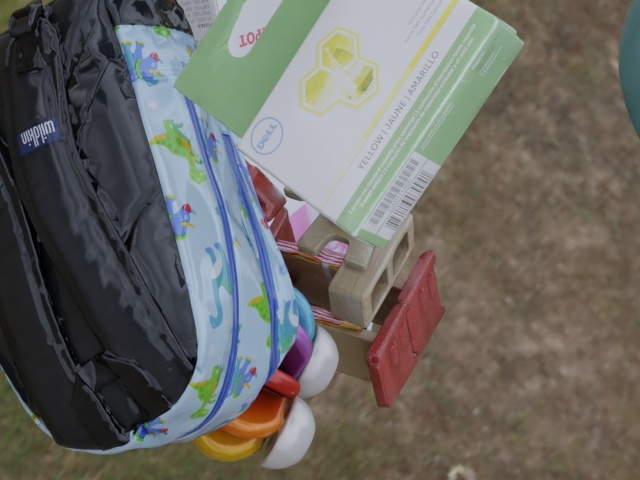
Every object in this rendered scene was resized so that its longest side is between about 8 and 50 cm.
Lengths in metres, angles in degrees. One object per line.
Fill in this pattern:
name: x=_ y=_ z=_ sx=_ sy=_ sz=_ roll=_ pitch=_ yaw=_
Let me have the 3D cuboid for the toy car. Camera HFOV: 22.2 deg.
toy car: x=-0.062 y=0.116 z=1.547 sx=0.159 sy=0.136 sz=0.182 roll=25 pitch=57 yaw=-7

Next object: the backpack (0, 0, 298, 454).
backpack: x=-0.172 y=0.003 z=1.378 sx=0.273 sy=0.290 sz=0.355 roll=20 pitch=47 yaw=-56

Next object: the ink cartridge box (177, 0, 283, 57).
ink cartridge box: x=-0.120 y=-0.345 z=1.815 sx=0.226 sy=0.131 sz=0.306 roll=-29 pitch=114 yaw=-57

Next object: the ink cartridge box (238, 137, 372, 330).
ink cartridge box: x=-0.032 y=-0.066 z=2.118 sx=0.324 sy=0.071 sz=0.330 roll=22 pitch=77 yaw=-36

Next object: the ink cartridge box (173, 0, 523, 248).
ink cartridge box: x=0.001 y=-0.126 z=1.122 sx=0.235 sy=0.171 sz=0.056 roll=38 pitch=8 yaw=31

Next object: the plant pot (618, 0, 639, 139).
plant pot: x=0.364 y=-0.144 z=1.196 sx=0.293 sy=0.235 sz=0.293 roll=14 pitch=66 yaw=-34

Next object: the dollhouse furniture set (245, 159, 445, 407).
dollhouse furniture set: x=0.000 y=0.000 z=1.721 sx=0.201 sy=0.374 sz=0.152 roll=18 pitch=57 yaw=22
